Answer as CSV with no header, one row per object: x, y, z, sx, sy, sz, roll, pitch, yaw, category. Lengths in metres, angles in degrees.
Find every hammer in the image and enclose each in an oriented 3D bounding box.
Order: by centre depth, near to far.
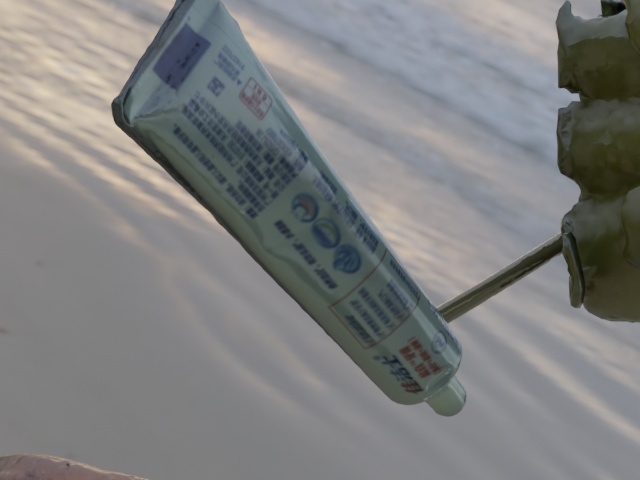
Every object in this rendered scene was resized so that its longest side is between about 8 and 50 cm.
0.113,0.023,0.899,0.195,0.028,0.060,-30,35,-26,hammer

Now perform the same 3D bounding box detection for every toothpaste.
-0.001,0.001,0.753,0.268,0.069,0.047,51,-2,-36,toothpaste

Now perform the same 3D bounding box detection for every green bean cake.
0.268,-0.092,0.855,0.202,0.285,0.310,-1,0,36,green bean cake

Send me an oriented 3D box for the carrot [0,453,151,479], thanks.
-0.175,0.191,1.123,0.193,0.087,0.087,-2,2,22,carrot
